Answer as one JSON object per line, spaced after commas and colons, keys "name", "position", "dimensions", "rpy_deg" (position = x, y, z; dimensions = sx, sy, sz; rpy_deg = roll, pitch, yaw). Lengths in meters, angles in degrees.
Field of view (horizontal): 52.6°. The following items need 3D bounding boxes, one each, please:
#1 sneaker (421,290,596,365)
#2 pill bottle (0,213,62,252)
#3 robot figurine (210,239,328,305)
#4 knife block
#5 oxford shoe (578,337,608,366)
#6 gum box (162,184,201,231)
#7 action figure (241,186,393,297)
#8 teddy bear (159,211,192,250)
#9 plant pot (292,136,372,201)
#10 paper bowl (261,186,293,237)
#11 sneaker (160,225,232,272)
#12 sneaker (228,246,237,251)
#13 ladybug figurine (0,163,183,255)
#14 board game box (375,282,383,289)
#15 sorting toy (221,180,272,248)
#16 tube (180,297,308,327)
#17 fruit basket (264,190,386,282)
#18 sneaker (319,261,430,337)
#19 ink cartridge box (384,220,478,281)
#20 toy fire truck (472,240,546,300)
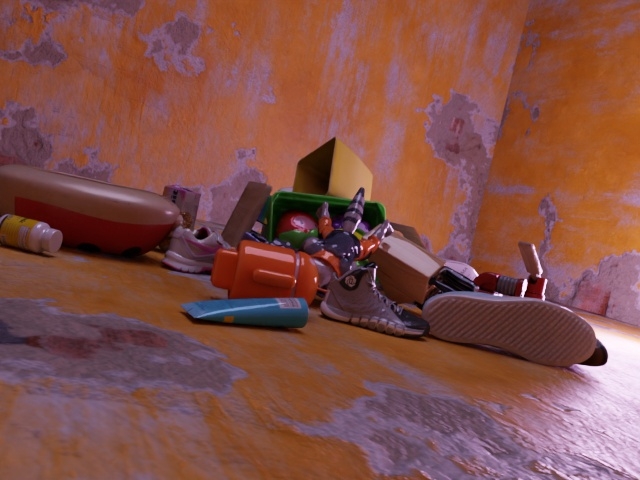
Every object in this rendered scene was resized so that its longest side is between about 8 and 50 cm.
{"name": "sneaker", "position": [0.400, 0.172, 1.407], "dimensions": [0.366, 0.135, 0.150], "rpy_deg": [14, 6, 3]}
{"name": "pill bottle", "position": [-0.586, -0.011, 1.305], "dimensions": [0.116, 0.065, 0.065], "rpy_deg": [14, 3, 7]}
{"name": "robot figurine", "position": [-0.098, 0.070, 1.250], "dimensions": [0.219, 0.128, 0.158], "rpy_deg": [12, -40, -11]}
{"name": "knife block", "position": [0.256, 0.074, 1.635], "dimensions": [0.088, 0.276, 0.242], "rpy_deg": [-35, 11, -40]}
{"name": "oxford shoe", "position": [0.526, 0.236, 1.448], "dimensions": [0.096, 0.083, 0.227], "rpy_deg": [-11, 15, -37]}
{"name": "gum box", "position": [-0.433, -0.072, 1.956], "dimensions": [0.107, 0.188, 0.062], "rpy_deg": [16, 4, 39]}
{"name": "action figure", "position": [0.000, 0.000, 1.523], "dimensions": [0.341, 0.178, 0.330], "rpy_deg": [26, 35, 3]}
{"name": "teddy bear", "position": [-0.530, -0.031, 1.799], "dimensions": [0.338, 0.113, 0.245], "rpy_deg": [3, 0, -27]}
{"name": "plant pot", "position": [0.046, -0.164, 2.057], "dimensions": [0.187, 0.212, 0.212], "rpy_deg": [25, -31, -30]}
{"name": "paper bowl", "position": [-0.106, -0.068, 2.226], "dimensions": [0.148, 0.284, 0.284], "rpy_deg": [20, 1, -14]}
{"name": "sneaker", "position": [-0.262, 0.024, 1.581], "dimensions": [0.103, 0.111, 0.252], "rpy_deg": [15, 4, 41]}
{"name": "sneaker", "position": [-0.191, 0.053, 1.486], "dimensions": [0.083, 0.084, 0.215], "rpy_deg": [39, -1, 15]}
{"name": "ladybug figurine", "position": [-0.554, -0.065, 1.537], "dimensions": [0.449, 0.162, 0.305], "rpy_deg": [12, 2, -2]}
{"name": "board game box", "position": [0.172, 0.142, 2.126], "dimensions": [0.090, 0.020, 0.090], "rpy_deg": [10, 4, -19]}
{"name": "sorting toy", "position": [-0.229, -0.060, 2.141], "dimensions": [0.089, 0.255, 0.257], "rpy_deg": [28, -3, -20]}
{"name": "tube", "position": [-0.121, 0.117, 1.071], "dimensions": [0.207, 0.052, 0.080], "rpy_deg": [5, 1, -29]}
{"name": "fruit basket", "position": [0.033, 0.011, 1.831], "dimensions": [0.392, 0.283, 0.392], "rpy_deg": [2, -4, 0]}
{"name": "sneaker", "position": [0.121, 0.114, 1.312], "dimensions": [0.228, 0.132, 0.086], "rpy_deg": [12, 3, 0]}
{"name": "ink cartridge box", "position": [0.329, 0.050, 2.024], "dimensions": [0.385, 0.091, 0.308], "rpy_deg": [51, -14, -24]}
{"name": "toy fire truck", "position": [0.534, 0.123, 1.820], "dimensions": [0.217, 0.246, 0.158], "rpy_deg": [15, 3, 33]}
